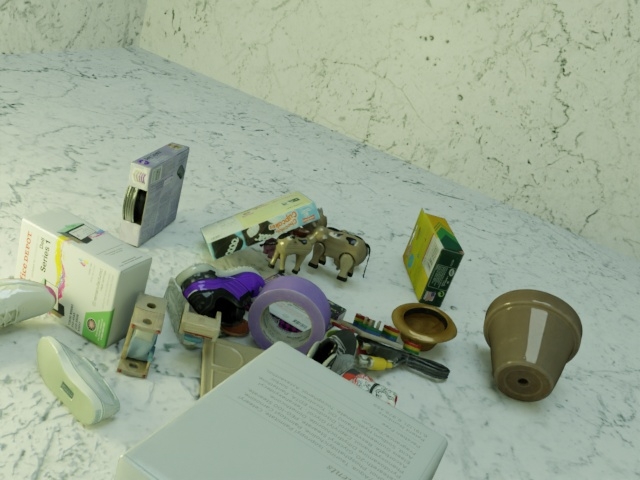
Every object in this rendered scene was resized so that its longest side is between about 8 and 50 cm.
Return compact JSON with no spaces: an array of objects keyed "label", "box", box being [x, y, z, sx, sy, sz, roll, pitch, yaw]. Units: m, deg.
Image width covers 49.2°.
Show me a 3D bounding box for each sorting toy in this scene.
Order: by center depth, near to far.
[{"label":"sorting toy","box":[-0.118,0.320,1.548,0.307,0.041,0.229,18,26,-18]},{"label":"sorting toy","box":[0.128,0.225,1.812,0.274,0.046,0.132,21,-1,-26]}]

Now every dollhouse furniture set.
[{"label":"dollhouse furniture set","box":[-0.322,0.217,1.501,0.183,0.129,0.129,16,24,-13]}]

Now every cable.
[{"label":"cable","box":[0.190,0.312,1.797,0.287,0.072,0.139,21,4,-25]}]

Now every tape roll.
[{"label":"tape roll","box":[-0.074,0.185,1.675,0.189,0.189,0.080,20,24,3]}]

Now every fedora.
[{"label":"fedora","box":[0.280,0.249,1.933,0.194,0.079,0.194,11,29,-6]}]

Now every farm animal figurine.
[{"label":"farm animal figurine","box":[0.000,0.000,2.099,0.326,0.172,0.330,19,16,-2]}]

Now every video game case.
[{"label":"video game case","box":[-0.076,0.177,1.870,0.232,0.042,0.210,27,25,19]}]

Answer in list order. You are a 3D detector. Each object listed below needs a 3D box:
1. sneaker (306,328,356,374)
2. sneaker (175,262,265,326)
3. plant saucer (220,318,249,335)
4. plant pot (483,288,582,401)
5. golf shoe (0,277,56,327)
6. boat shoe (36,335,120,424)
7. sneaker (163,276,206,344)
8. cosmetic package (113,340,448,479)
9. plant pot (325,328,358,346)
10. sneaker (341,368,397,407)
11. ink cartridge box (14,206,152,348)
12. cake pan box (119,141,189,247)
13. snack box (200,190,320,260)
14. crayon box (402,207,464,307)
[{"label":"sneaker","box":[0.028,0.248,1.554,0.086,0.132,0.228,34,44,13]},{"label":"sneaker","box":[-0.218,0.143,1.679,0.293,0.102,0.146,9,44,-59]},{"label":"plant saucer","box":[-0.215,0.212,1.731,0.083,0.013,0.083,16,24,-7]},{"label":"plant pot","box":[0.555,0.300,1.868,0.263,0.263,0.229,21,42,6]},{"label":"golf shoe","box":[-0.688,0.157,1.411,0.306,0.115,0.140,-5,43,-30]},{"label":"boat shoe","box":[-0.470,0.268,1.361,0.227,0.079,0.081,39,22,29]},{"label":"sneaker","box":[-0.306,0.167,1.682,0.094,0.090,0.235,17,24,-31]},{"label":"cosmetic package","box":[-0.068,0.415,1.013,0.327,0.329,0.393,28,25,18]},{"label":"plant pot","box":[0.041,0.273,1.704,0.083,0.079,0.083,15,24,-7]},{"label":"sneaker","box":[0.074,0.371,1.505,0.145,0.090,0.270,25,22,20]},{"label":"ink cartridge box","box":[-0.533,0.077,1.554,0.278,0.201,0.117,26,25,17]},{"label":"cake pan box","box":[-0.474,-0.134,2.002,0.070,0.246,0.267,18,25,8]},{"label":"snack box","box":[-0.179,-0.049,2.021,0.322,0.060,0.187,-22,19,-10]},{"label":"crayon box","box":[0.358,0.047,2.270,0.081,0.202,0.318,14,25,-11]}]
